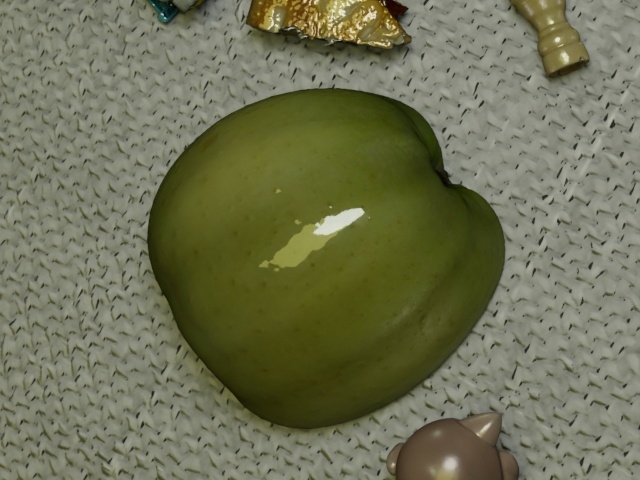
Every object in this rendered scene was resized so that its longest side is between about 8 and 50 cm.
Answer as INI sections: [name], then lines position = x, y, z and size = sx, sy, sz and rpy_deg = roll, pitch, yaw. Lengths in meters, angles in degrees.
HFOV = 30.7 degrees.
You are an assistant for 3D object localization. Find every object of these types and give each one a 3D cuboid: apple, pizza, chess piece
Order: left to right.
[apple]
position = 0.000, 0.000, 1.307
size = 0.360, 0.311, 0.320
rpy_deg = -32, 121, 10
[pizza]
position = 0.023, -0.273, 1.347
size = 0.194, 0.069, 0.154
rpy_deg = 32, 92, 10
[chess piece]
position = 0.254, -0.245, 1.285
size = 0.066, 0.066, 0.122
rpy_deg = -23, 82, 11

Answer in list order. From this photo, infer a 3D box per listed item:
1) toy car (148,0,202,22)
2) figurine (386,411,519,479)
[toy car]
position = -0.165, -0.353, 1.406
size = 0.126, 0.098, 0.161
rpy_deg = 48, 66, -11
[figurine]
position = 0.139, 0.250, 1.227
size = 0.138, 0.125, 0.125
rpy_deg = -18, 78, 27
